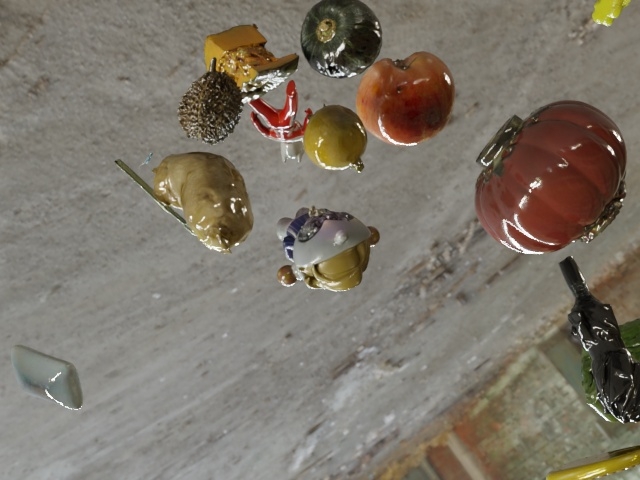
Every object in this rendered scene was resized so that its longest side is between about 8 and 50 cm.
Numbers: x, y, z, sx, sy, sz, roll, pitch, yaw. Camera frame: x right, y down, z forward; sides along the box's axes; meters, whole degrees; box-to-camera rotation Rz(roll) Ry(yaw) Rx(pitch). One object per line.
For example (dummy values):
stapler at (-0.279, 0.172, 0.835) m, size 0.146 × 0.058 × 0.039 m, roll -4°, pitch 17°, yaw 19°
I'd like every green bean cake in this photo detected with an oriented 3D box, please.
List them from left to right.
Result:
green bean cake at (0.888, 0.371, 2.176) m, size 0.247 × 0.156 × 0.249 m, roll -29°, pitch -152°, yaw 38°

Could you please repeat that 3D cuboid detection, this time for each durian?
durian at (-0.223, -0.293, 1.603) m, size 0.149 × 0.091 × 0.188 m, roll -2°, pitch 101°, yaw -25°

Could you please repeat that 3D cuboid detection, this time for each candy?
candy at (-0.628, 0.315, 1.731) m, size 0.071 × 0.174 × 0.138 m, roll -49°, pitch 145°, yaw -50°

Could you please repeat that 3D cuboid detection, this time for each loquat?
loquat at (0.042, -0.256, 1.937) m, size 0.172 × 0.204 × 0.149 m, roll -39°, pitch 179°, yaw -44°

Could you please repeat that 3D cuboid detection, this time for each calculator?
calculator at (0.490, 0.408, 1.358) m, size 0.146 × 0.032 × 0.235 m, roll -1°, pitch 156°, yaw -44°

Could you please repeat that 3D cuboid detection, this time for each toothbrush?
toothbrush at (-0.435, -0.114, 2.016) m, size 0.028 × 0.294 × 0.026 m, roll -42°, pitch -170°, yaw 48°

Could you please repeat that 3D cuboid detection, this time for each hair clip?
hair clip at (0.718, -0.576, 1.807) m, size 0.046 × 0.072 × 0.173 m, roll -8°, pitch 166°, yaw -30°

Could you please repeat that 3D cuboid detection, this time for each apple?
apple at (0.266, -0.390, 2.135) m, size 0.293 × 0.163 × 0.251 m, roll -25°, pitch 132°, yaw -12°

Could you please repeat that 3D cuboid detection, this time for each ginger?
ginger at (-0.204, -0.076, 1.392) m, size 0.152 × 0.267 × 0.138 m, roll -39°, pitch 139°, yaw -8°

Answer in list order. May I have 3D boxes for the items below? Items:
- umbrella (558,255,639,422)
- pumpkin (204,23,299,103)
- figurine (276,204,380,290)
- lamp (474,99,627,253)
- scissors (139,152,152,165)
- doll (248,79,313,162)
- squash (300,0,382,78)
umbrella at (0.535, 0.181, 1.437) m, size 0.118 × 0.339 × 0.118 m, roll -11°, pitch 151°, yaw -6°
pumpkin at (-0.175, -0.450, 1.834) m, size 0.139 × 0.190 × 0.280 m, roll -23°, pitch 180°, yaw -26°
figurine at (0.008, -0.005, 1.366) m, size 0.194 × 0.133 × 0.274 m, roll -15°, pitch -156°, yaw 5°
lamp at (0.425, -0.115, 1.406) m, size 0.303 × 0.257 × 0.303 m, roll -53°, pitch -179°, yaw 1°
scissors at (-0.490, -0.221, 2.109) m, size 0.006 × 0.036 × 0.083 m, roll 31°, pitch 150°, yaw -24°
doll at (-0.110, -0.350, 2.262) m, size 0.189 × 0.099 × 0.384 m, roll 2°, pitch 156°, yaw 9°
squash at (0.047, -0.460, 1.710) m, size 0.156 × 0.193 × 0.193 m, roll -3°, pitch 143°, yaw -36°
